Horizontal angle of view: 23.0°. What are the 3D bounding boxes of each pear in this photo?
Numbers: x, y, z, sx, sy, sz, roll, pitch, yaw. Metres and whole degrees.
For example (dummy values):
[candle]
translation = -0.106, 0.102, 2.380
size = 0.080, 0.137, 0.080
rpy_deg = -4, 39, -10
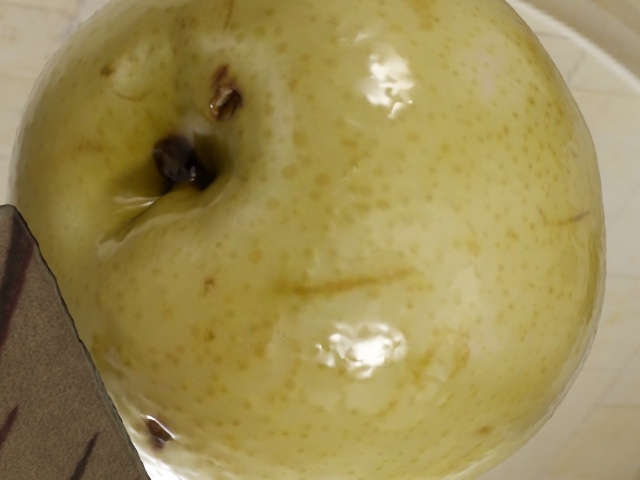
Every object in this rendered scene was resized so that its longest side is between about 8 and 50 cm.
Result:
[pear]
translation = 0.000, 0.000, 0.798
size = 0.309, 0.309, 0.309
rpy_deg = -17, -109, 62

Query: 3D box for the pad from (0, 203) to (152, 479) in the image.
[pad]
translation = -0.166, 0.164, 0.432
size = 0.004, 0.330, 0.220
rpy_deg = 29, -27, 32
